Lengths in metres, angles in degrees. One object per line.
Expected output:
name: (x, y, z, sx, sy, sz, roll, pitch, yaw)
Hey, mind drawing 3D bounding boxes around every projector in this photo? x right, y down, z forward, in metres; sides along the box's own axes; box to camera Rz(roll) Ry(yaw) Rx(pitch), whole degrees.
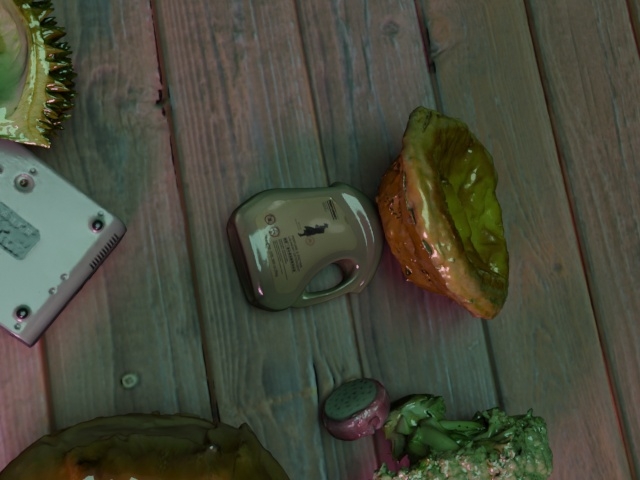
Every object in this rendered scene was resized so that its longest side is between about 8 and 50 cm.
projector: (-0.409, -0.015, 0.947, 0.250, 0.108, 0.198, 39, 69, -8)

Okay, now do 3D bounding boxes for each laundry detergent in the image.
laundry detergent: (0.000, 0.000, 1.095, 0.254, 0.091, 0.181, -14, 85, -21)

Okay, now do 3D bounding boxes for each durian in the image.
durian: (-0.463, -0.265, 0.958, 0.394, 0.163, 0.198, 35, 79, 2)

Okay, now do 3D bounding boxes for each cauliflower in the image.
cauliflower: (0.185, 0.309, 1.046, 0.272, 0.275, 0.250, -39, 60, -5)

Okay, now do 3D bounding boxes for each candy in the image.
candy: (0.051, 0.242, 1.059, 0.103, 0.103, 0.043, -36, 112, -22)

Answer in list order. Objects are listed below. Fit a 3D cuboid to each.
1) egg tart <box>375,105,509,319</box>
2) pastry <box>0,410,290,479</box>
egg tart: (0.180, -0.033, 1.101, 0.341, 0.132, 0.341, 34, 48, -49)
pastry: (-0.213, 0.385, 0.862, 0.410, 0.245, 0.409, 3, 81, -20)
